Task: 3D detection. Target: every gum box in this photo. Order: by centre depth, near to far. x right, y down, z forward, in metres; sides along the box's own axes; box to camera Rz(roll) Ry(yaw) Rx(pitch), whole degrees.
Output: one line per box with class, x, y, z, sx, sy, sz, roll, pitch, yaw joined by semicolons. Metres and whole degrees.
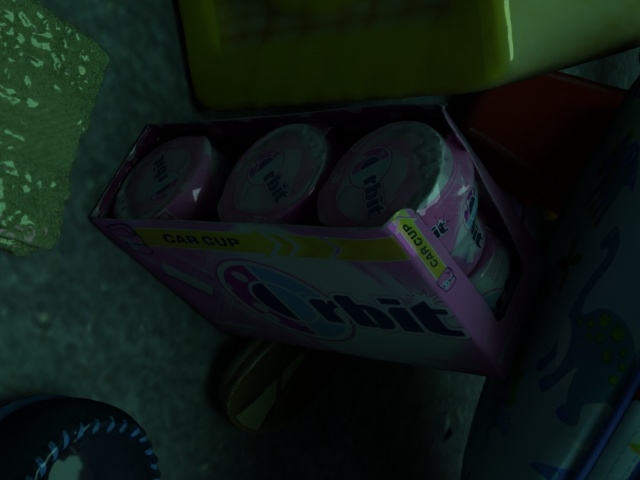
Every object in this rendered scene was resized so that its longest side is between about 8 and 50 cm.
gum box;0.000;0.000;0.405;0.107;0.188;0.062;47;58;-39

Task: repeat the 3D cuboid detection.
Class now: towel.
towel;-0.155;-0.062;0.351;0.148;0.027;0.110;25;73;-44

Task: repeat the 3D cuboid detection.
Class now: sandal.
sandal;0.006;0.040;0.522;0.180;0.049;0.072;-37;126;-26

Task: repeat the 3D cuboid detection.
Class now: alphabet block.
alphabet block;0.053;-0.176;0.450;0.197;0.193;0.192;-23;108;-44

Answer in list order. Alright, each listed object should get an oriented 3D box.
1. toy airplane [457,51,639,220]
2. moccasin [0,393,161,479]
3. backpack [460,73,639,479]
toy airplane;0.315;0.005;0.693;0.386;0.272;0.384;-20;96;-11
moccasin;-0.089;0.238;0.375;0.137;0.117;0.342;-5;96;-48
backpack;0.190;0.075;0.409;0.273;0.355;0.290;41;27;2
